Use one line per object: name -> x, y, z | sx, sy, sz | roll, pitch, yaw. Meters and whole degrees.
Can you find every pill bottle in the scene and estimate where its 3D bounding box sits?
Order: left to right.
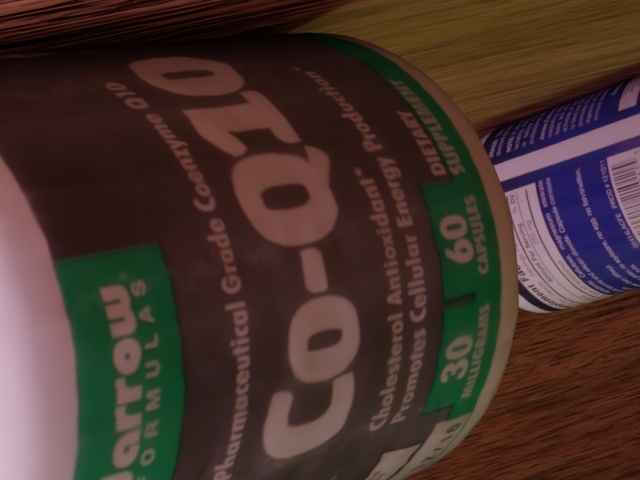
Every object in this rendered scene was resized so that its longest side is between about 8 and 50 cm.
pill bottle -> -0.107, 0.032, 0.685 | 0.204, 0.204, 0.361 | -20, 175, 42
pill bottle -> 0.202, -0.031, 1.423 | 0.265, 0.153, 0.153 | -18, 176, 37
